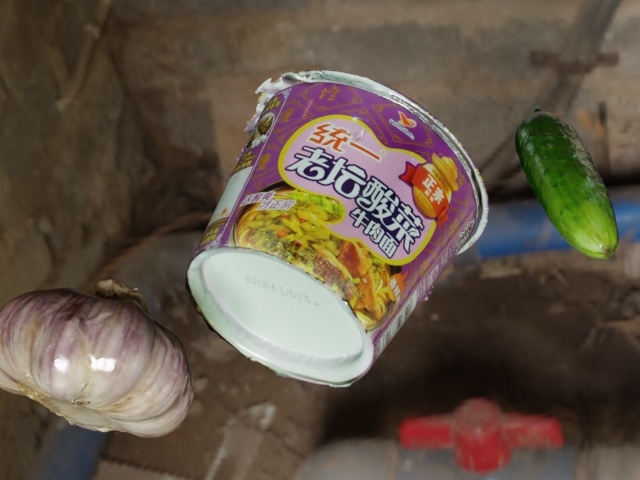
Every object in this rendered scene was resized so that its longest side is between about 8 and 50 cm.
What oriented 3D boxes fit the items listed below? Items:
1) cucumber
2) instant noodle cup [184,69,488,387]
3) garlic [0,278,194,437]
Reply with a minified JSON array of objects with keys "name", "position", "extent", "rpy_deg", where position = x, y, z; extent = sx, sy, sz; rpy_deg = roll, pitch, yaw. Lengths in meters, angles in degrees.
[{"name":"cucumber","position":[0.186,-0.055,1.207],"extent":[0.056,0.056,0.250],"rpy_deg":[-13,27,1]},{"name":"instant noodle cup","position":[0.000,0.000,1.867],"extent":[0.340,0.340,0.266],"rpy_deg":[13,53,28]},{"name":"garlic","position":[-0.255,0.124,1.730],"extent":[0.245,0.245,0.160],"rpy_deg":[6,70,22]}]
